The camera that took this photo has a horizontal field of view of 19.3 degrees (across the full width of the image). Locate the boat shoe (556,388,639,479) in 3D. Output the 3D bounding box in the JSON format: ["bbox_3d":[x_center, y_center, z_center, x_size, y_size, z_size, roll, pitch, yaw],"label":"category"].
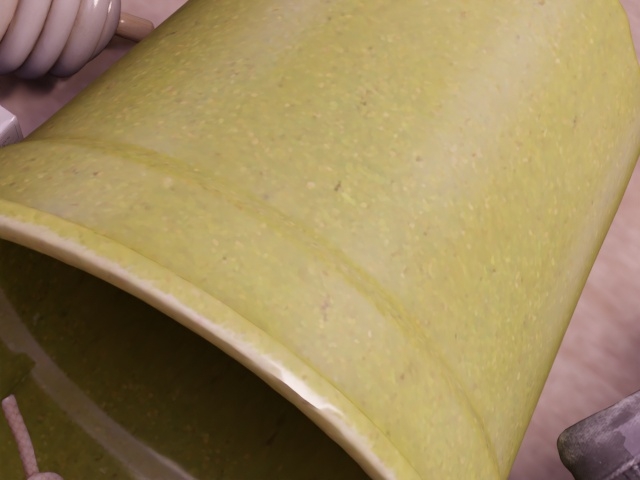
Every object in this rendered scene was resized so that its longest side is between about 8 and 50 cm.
[{"bbox_3d":[0.216,0.039,0.762,0.301,0.108,0.102,-30,76,-28],"label":"boat shoe"}]

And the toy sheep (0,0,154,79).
[{"bbox_3d":[-0.136,-0.116,0.863,0.132,0.091,0.091,11,66,-24],"label":"toy sheep"}]

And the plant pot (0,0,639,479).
[{"bbox_3d":[0.000,0.000,0.742,0.276,0.276,0.254,30,59,11],"label":"plant pot"}]

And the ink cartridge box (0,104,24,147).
[{"bbox_3d":[-0.203,0.031,0.795,0.046,0.097,0.207,35,73,12],"label":"ink cartridge box"}]

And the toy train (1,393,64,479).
[{"bbox_3d":[-0.094,0.195,0.643,0.105,0.248,0.143,-8,24,-4],"label":"toy train"}]
